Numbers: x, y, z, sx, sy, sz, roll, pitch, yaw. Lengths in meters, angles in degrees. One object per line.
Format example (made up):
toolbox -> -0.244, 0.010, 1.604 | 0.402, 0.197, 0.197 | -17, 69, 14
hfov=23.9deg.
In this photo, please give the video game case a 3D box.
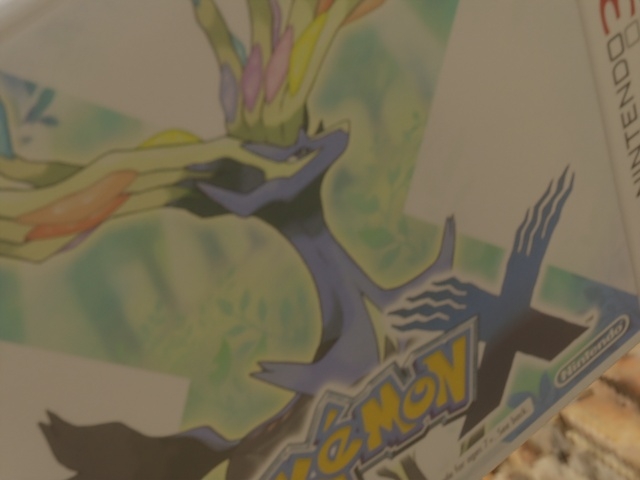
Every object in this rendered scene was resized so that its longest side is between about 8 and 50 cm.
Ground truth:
video game case -> 0.000, 0.000, 0.523 | 0.036, 0.329, 0.300 | 34, 155, 45
